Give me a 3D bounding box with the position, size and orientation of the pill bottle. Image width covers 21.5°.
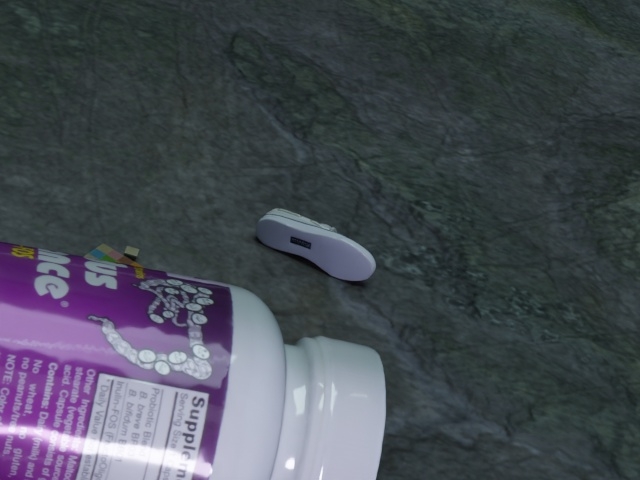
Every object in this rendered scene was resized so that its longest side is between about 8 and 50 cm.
[{"bbox_3d":[-0.122,0.096,0.987,0.301,0.169,0.169,11,33,-13],"label":"pill bottle"}]

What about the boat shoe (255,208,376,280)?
[{"bbox_3d":[0.000,0.000,1.328,0.100,0.035,0.035,19,34,13],"label":"boat shoe"}]

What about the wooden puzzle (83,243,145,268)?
[{"bbox_3d":[-0.154,0.025,1.231,0.049,0.006,0.083,29,33,16],"label":"wooden puzzle"}]
